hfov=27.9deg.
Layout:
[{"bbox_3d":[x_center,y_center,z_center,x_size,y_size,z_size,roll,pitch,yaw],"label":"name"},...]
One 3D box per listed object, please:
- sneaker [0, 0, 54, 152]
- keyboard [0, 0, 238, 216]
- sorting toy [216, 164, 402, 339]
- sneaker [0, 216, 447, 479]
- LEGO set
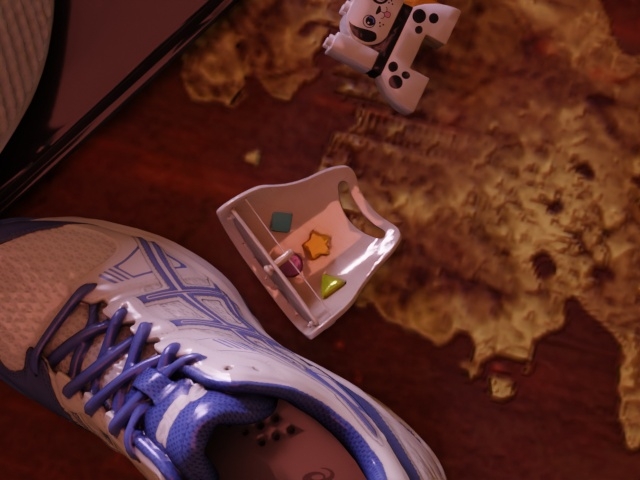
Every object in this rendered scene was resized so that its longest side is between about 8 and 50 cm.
[{"bbox_3d":[-0.247,-0.063,0.650,0.161,0.102,0.282,11,72,24],"label":"sneaker"},{"bbox_3d":[-0.210,-0.112,0.716,0.317,0.033,0.201,-41,83,-2],"label":"keyboard"},{"bbox_3d":[0.000,0.000,0.680,0.075,0.045,0.083,-36,81,-8],"label":"sorting toy"},{"bbox_3d":[-0.065,0.069,0.631,0.296,0.131,0.112,28,88,9],"label":"sneaker"},{"bbox_3d":[0.047,-0.184,0.672,0.093,0.087,0.227,26,85,-8],"label":"LEGO set"}]
